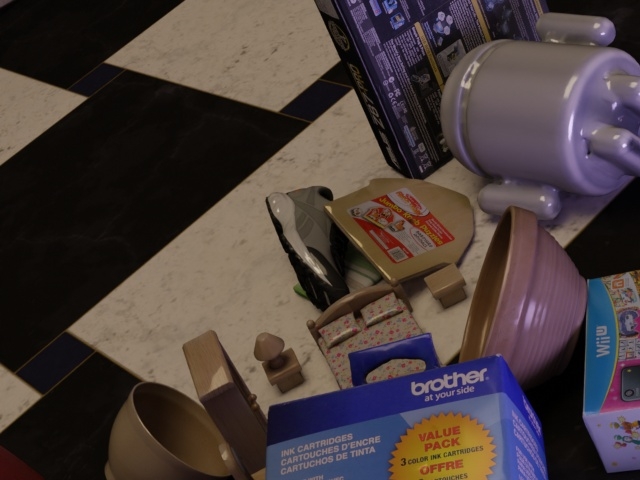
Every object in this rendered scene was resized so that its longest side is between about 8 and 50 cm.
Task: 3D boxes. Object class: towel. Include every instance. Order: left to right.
[{"bbox_3d":[0.044,0.037,1.847,0.152,0.023,0.113,-41,35,-20],"label":"towel"}]

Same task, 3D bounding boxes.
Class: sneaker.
[{"bbox_3d":[0.000,0.000,1.829,0.108,0.100,0.271,-21,36,-3],"label":"sneaker"}]

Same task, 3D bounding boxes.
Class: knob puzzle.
[{"bbox_3d":[0.128,-0.020,1.816,0.213,0.030,0.213,3,44,-3],"label":"knob puzzle"}]

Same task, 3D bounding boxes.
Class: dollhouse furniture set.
[{"bbox_3d":[0.037,0.144,1.569,0.356,0.173,0.303,-28,33,0],"label":"dollhouse furniture set"}]

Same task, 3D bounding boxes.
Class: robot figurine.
[{"bbox_3d":[0.308,-0.171,1.781,0.353,0.200,0.299,15,81,46],"label":"robot figurine"}]

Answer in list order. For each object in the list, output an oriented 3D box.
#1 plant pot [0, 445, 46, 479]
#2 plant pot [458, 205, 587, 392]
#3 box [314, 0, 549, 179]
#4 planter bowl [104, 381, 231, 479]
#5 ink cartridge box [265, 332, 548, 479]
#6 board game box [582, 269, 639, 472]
[{"bbox_3d":[-0.473,0.370,1.566,0.267,0.235,0.267,-31,33,-4],"label":"plant pot"},{"bbox_3d":[0.240,0.085,1.507,0.110,0.237,0.237,14,41,1],"label":"plant pot"},{"bbox_3d":[0.175,-0.332,1.918,0.318,0.395,0.097,-35,34,-11],"label":"box"},{"bbox_3d":[-0.198,0.269,1.601,0.109,0.162,0.162,-50,30,14],"label":"planter bowl"},{"bbox_3d":[0.088,0.284,1.298,0.270,0.151,0.395,-16,45,17],"label":"ink cartridge box"},{"bbox_3d":[0.442,0.118,1.387,0.303,0.097,0.224,-13,35,22],"label":"board game box"}]
